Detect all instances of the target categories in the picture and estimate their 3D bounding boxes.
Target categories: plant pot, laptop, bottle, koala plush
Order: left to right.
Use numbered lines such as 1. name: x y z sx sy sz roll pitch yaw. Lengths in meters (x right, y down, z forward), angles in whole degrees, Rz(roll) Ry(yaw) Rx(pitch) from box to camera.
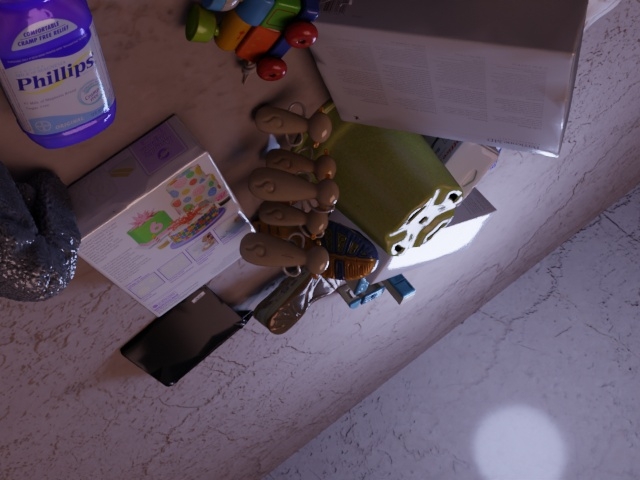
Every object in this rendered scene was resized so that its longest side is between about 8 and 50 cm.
1. koala plush: -0.440 0.025 0.849 0.221 0.203 0.196 -31 156 11
2. bottle: -0.300 -0.222 0.711 0.118 0.092 0.283 -28 153 -20
3. laptop: -0.293 0.207 1.537 0.234 0.136 0.264 -39 -179 2
4. plant pot: 0.123 -0.118 1.275 0.276 0.254 0.276 -31 154 -18

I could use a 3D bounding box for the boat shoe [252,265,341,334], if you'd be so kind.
1. boat shoe: -0.042 0.103 1.623 0.285 0.089 0.105 -40 132 -23

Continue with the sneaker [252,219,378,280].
1. sneaker: 0.000 0.000 1.321 0.131 0.296 0.112 -12 111 -53

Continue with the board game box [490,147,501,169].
1. board game box: 0.416 -0.230 1.748 0.136 0.035 0.201 -31 154 -17

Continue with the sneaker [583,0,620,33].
1. sneaker: 0.522 -0.498 1.378 0.292 0.108 0.169 -45 155 -11

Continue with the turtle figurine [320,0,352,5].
1. turtle figurine: 0.045 -0.413 0.834 0.234 0.175 0.118 -26 -151 49

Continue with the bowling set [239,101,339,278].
1. bowling set: -0.029 -0.093 1.174 0.200 0.154 0.287 -36 135 -74

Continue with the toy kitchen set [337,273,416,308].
1. toy kitchen set: 0.172 0.115 1.888 0.207 0.122 0.166 -24 151 -30

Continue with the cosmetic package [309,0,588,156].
1. cosmetic package: 0.184 -0.256 1.009 0.284 0.377 0.097 58 49 -64

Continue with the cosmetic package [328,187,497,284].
1. cosmetic package: 0.216 -0.053 1.582 0.365 0.197 0.155 -16 147 -38

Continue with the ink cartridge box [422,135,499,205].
1. ink cartridge box: 0.273 -0.191 1.406 0.087 0.208 0.153 24 121 -20

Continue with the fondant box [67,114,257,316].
1. fondant box: -0.254 -0.024 1.107 0.238 0.096 0.330 -36 156 -7

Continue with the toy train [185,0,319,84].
1. toy train: -0.116 -0.273 0.896 0.143 0.105 0.248 3 162 -30
